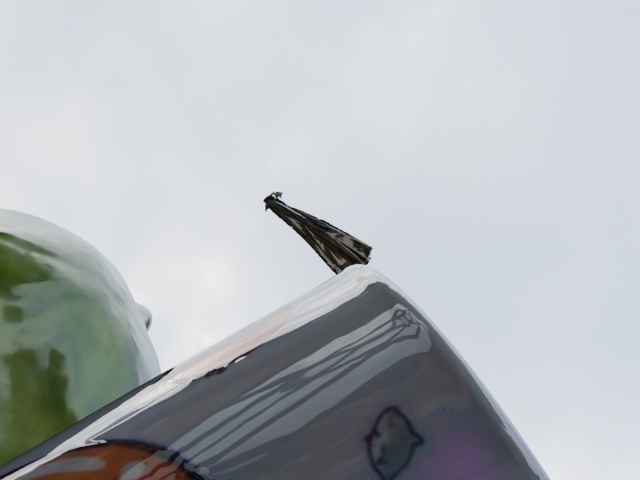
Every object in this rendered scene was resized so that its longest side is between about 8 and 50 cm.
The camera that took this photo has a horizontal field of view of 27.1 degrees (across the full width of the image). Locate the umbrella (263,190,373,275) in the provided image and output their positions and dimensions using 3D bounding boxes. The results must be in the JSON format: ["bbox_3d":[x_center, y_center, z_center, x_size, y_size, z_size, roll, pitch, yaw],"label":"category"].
[{"bbox_3d":[0.000,-0.001,0.767,0.083,0.031,0.020,39,-31,9],"label":"umbrella"}]

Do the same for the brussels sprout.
[{"bbox_3d":[-0.181,0.119,0.592,0.219,0.210,0.271,35,-71,66],"label":"brussels sprout"}]

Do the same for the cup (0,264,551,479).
[{"bbox_3d":[-0.074,0.175,0.379,0.212,0.317,0.212,59,-8,14],"label":"cup"}]

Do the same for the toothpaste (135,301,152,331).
[{"bbox_3d":[-0.294,0.045,1.415,0.058,0.314,0.056,31,-90,41],"label":"toothpaste"}]
